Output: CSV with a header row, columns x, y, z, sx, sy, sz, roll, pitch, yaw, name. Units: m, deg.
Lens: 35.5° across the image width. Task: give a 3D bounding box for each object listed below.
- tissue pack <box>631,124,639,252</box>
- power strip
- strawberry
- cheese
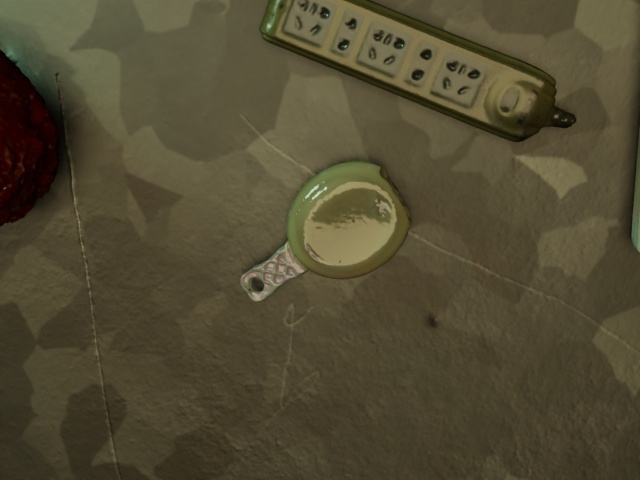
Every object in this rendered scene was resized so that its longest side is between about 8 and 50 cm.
x,y,z,sx,sy,sz,roll,pitch,yaw,name
0.458,-0.147,1.156,0.170,0.071,0.325,3,101,6,tissue pack
0.119,-0.208,1.173,0.387,0.066,0.092,21,104,-1,power strip
-0.432,-0.099,1.167,0.274,0.274,0.220,-32,134,9,strawberry
0.000,0.000,1.223,0.227,0.064,0.137,-34,95,11,cheese
